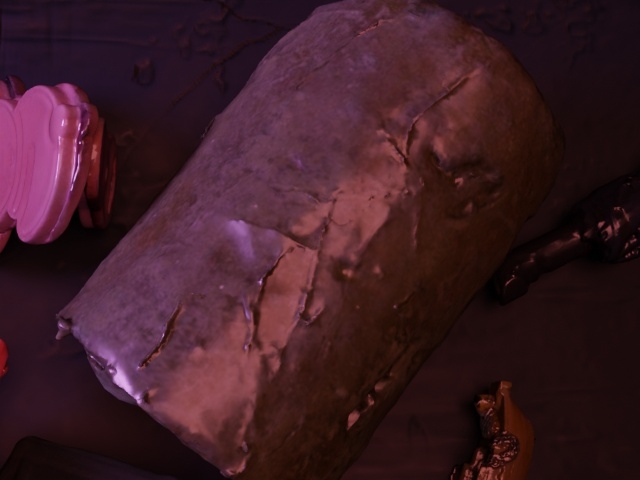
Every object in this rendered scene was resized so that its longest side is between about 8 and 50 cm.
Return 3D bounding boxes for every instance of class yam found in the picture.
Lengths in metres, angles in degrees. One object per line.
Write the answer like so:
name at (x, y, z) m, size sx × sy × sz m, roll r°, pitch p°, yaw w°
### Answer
yam at (0.000, 0.000, 0.663) m, size 0.195 × 0.195 × 0.300 m, roll 40°, pitch 75°, yaw -3°

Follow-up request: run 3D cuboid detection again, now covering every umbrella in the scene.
umbrella at (0.225, -0.025, 0.779) m, size 0.248 × 0.071 × 0.071 m, roll -21°, pitch 85°, yaw -14°

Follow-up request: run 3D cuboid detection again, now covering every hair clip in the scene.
hair clip at (-0.178, -0.046, 0.658) m, size 0.102 × 0.138 × 0.123 m, roll 3°, pitch 86°, yaw -7°

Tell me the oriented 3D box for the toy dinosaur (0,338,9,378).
toy dinosaur at (-0.234, 0.183, 0.595) m, size 0.070 × 0.139 × 0.286 m, roll 22°, pitch 73°, yaw -9°

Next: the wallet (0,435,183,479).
wallet at (-0.141, 0.232, 0.579) m, size 0.168 × 0.052 × 0.245 m, roll 19°, pitch 58°, yaw 8°

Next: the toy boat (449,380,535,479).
toy boat at (0.103, 0.165, 0.724) m, size 0.049 × 0.047 × 0.149 m, roll 24°, pitch 76°, yaw -7°
